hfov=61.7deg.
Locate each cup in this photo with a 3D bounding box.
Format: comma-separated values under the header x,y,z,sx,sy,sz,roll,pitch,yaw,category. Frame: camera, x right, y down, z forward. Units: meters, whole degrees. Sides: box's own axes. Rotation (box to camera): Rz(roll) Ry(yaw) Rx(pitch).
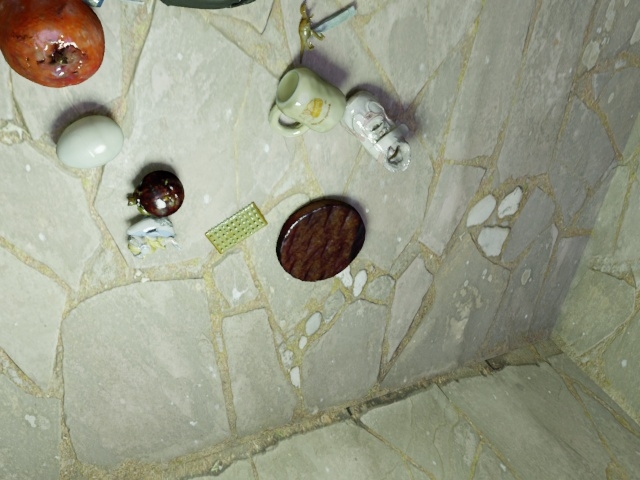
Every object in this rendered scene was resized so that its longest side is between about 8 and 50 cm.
x,y,z,sx,sy,sz,roll,pitch,yaw,category
-0.064,-0.480,1.876,0.202,0.255,0.173,21,70,-39,cup

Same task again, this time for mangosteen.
x,y,z,sx,sy,sz,roll,pitch,yaw,category
-0.557,-0.157,1.847,0.173,0.172,0.184,9,163,-34,mangosteen

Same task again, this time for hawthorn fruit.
x,y,z,sx,sy,sz,roll,pitch,yaw,category
-0.694,-0.515,1.390,0.276,0.307,0.275,-16,132,-18,hawthorn fruit

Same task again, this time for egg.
x,y,z,sx,sy,sz,roll,pitch,yaw,category
-0.710,-0.299,1.650,0.209,0.151,0.151,-29,132,-1,egg

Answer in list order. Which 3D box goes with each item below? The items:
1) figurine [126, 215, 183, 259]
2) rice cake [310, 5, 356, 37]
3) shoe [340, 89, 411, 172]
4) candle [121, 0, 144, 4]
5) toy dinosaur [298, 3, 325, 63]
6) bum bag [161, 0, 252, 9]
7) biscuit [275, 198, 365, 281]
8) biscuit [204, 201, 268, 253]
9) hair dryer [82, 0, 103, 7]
x,y,z,sx,sy,sz,roll,pitch,yaw,category
-0.604,-0.010,1.943,0.209,0.128,0.183,22,114,-42,figurine
0.043,-0.735,1.797,0.171,0.029,0.033,-30,128,-3,rice cake
0.227,-0.409,2.024,0.172,0.198,0.351,-45,133,7,shoe
-0.556,-0.767,1.304,0.222,0.221,0.342,-7,114,-23,candle
-0.060,-0.687,1.783,0.162,0.126,0.039,-31,-172,46,toy dinosaur
-0.335,-0.724,1.555,0.327,0.142,0.079,-8,92,-27,bum bag
0.000,0.000,2.288,0.408,0.091,0.407,-16,131,-19,biscuit
-0.333,-0.047,2.128,0.232,0.016,0.139,-32,134,-2,biscuit
-0.647,-0.743,1.424,0.167,0.067,0.199,10,108,-27,hair dryer
